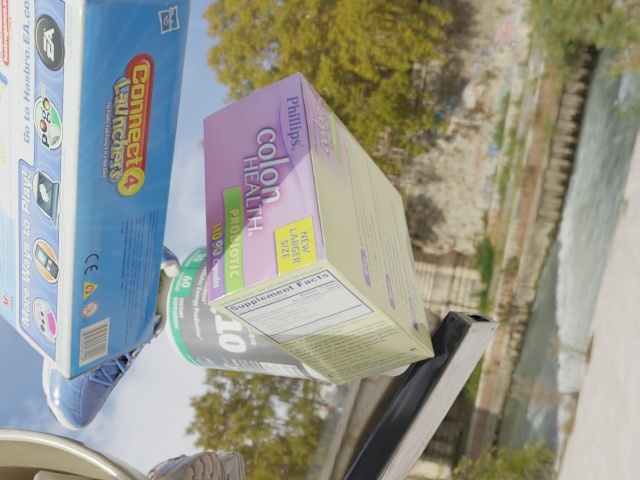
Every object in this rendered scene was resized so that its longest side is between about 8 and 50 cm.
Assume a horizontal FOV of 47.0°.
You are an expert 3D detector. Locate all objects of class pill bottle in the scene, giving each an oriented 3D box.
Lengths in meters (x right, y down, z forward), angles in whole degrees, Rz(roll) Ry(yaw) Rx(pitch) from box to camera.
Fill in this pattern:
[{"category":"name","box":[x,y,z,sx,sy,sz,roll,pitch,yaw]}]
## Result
[{"category":"pill bottle","box":[-0.043,0.106,1.124,0.204,0.361,0.204,3,-93,-60]}]

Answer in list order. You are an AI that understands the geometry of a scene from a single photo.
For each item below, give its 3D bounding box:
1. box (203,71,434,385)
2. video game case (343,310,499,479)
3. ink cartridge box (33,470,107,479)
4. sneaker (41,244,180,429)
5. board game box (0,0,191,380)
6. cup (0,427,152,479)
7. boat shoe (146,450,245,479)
[{"category":"box","box":[0.000,0.000,0.740,0.243,0.117,0.213,43,-148,-50]},{"category":"video game case","box":[0.123,0.211,0.905,0.274,0.035,0.248,-59,-21,5]},{"category":"ink cartridge box","box":[-0.179,0.278,0.512,0.219,0.093,0.160,-167,91,-73]},{"category":"sneaker","box":[-0.209,0.091,0.738,0.080,0.081,0.211,27,-99,-51]},{"category":"board game box","box":[-0.250,-0.098,0.597,0.086,0.302,0.308,-24,-42,-45]},{"category":"cup","box":[-0.225,0.331,0.632,0.237,0.331,0.331,61,-139,-74]},{"category":"boat shoe","box":[-0.192,0.364,1.054,0.324,0.117,0.123,68,-161,-71]}]
